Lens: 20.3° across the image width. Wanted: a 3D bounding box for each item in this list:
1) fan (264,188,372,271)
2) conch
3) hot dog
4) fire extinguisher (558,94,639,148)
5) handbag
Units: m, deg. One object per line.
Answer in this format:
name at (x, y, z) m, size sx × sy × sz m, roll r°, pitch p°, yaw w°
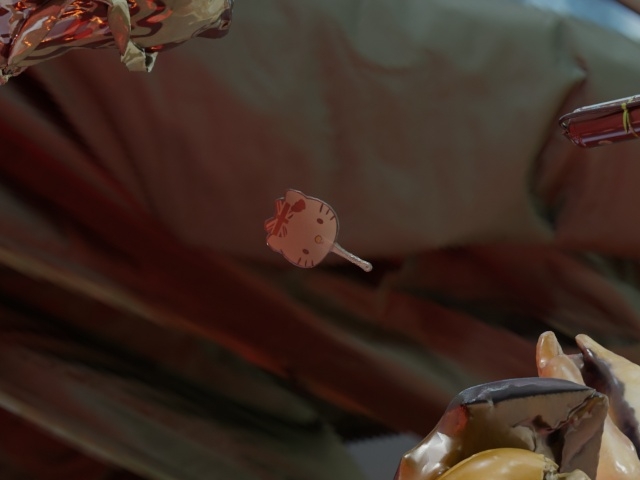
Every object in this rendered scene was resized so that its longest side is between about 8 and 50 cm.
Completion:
fan at (0.000, 0.000, 1.256) m, size 0.056 × 0.083 × 0.004 m, roll -63°, pitch -10°, yaw 30°
conch at (0.257, 0.192, 1.487) m, size 0.255 × 0.158 × 0.127 m, roll 58°, pitch 136°, yaw 48°
hot dog at (0.109, 0.254, 1.083) m, size 0.107 × 0.194 × 0.326 m, roll 28°, pitch 113°, yaw 59°
fire extinguisher at (0.248, -0.099, 1.491) m, size 0.132 × 0.056 × 0.039 m, roll -9°, pitch 66°, yaw 47°
handbag at (-0.153, -0.186, 1.119) m, size 0.235 × 0.213 × 0.127 m, roll 103°, pitch 157°, yaw -67°
